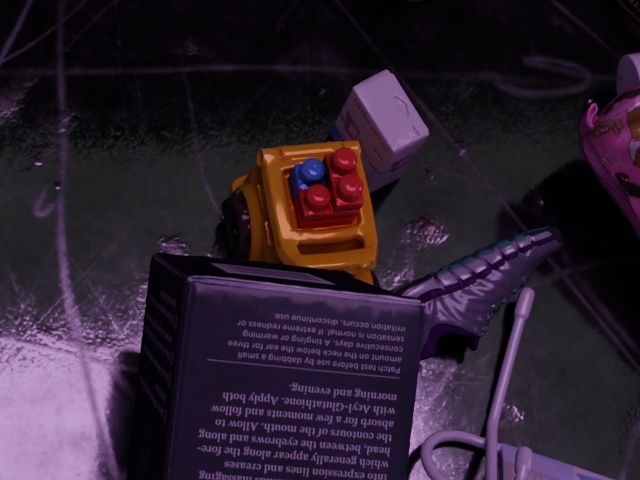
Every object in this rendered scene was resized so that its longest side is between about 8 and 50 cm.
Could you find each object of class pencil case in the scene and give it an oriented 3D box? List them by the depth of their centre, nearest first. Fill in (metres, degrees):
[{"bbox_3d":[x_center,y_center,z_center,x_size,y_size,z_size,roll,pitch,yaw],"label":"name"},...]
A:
[{"bbox_3d":[0.436,-0.008,1.819,0.167,0.160,0.386,-31,91,-47],"label":"pencil case"}]

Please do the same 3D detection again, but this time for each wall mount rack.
[{"bbox_3d":[0.291,0.213,1.759,0.350,0.130,0.304,20,33,-6],"label":"wall mount rack"}]

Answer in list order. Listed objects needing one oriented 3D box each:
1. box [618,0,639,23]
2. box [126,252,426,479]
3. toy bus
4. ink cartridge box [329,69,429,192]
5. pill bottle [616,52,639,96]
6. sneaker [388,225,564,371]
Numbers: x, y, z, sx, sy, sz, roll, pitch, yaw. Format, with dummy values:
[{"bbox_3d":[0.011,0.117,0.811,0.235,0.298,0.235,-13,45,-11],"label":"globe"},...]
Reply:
[{"bbox_3d":[0.424,-0.421,2.060,0.257,0.079,0.322,-40,82,-26],"label":"box"},{"bbox_3d":[-0.060,0.223,1.500,0.212,0.293,0.395,7,93,-12],"label":"box"},{"bbox_3d":[0.000,0.000,1.720,0.149,0.211,0.220,-5,72,-17],"label":"toy bus"},{"bbox_3d":[0.064,-0.120,1.829,0.052,0.122,0.088,-28,77,-22],"label":"ink cartridge box"},{"bbox_3d":[0.467,-0.186,1.947,0.216,0.121,0.121,-7,71,-8],"label":"pill bottle"},{"bbox_3d":[0.178,0.062,1.821,0.224,0.083,0.098,-24,90,-12],"label":"sneaker"}]
